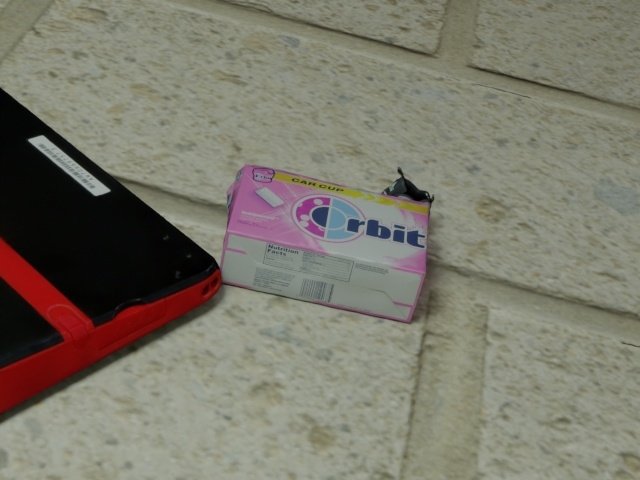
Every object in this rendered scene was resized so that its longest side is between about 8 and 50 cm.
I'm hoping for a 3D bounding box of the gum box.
[{"bbox_3d":[0.000,0.000,1.026,0.188,0.062,0.107,12,37,-2],"label":"gum box"}]

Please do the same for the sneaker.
[{"bbox_3d":[0.063,-0.043,1.095,0.098,0.069,0.038,10,37,-5],"label":"sneaker"}]

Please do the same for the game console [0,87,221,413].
[{"bbox_3d":[-0.327,-0.006,0.949,0.386,0.060,0.342,37,40,26],"label":"game console"}]
